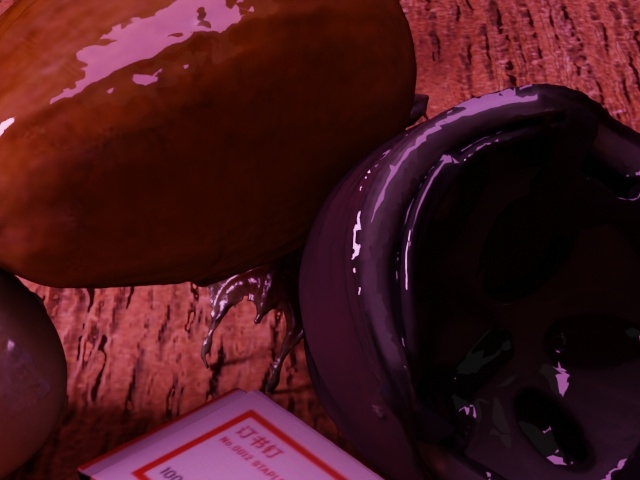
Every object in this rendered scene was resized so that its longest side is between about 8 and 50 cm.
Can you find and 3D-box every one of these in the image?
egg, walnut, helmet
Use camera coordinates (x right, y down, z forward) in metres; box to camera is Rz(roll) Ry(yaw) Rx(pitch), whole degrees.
[{"bbox_3d":[-0.241,0.074,0.915,0.201,0.164,0.164,3,31,10],"label":"egg"},{"bbox_3d":[-0.097,-0.069,0.920,0.336,0.209,0.209,-24,37,-32],"label":"walnut"},{"bbox_3d":[0.114,0.058,0.889,0.225,0.305,0.177,-57,20,-19],"label":"helmet"}]

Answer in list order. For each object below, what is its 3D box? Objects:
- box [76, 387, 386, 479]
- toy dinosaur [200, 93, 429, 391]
[{"bbox_3d":[-0.017,0.164,0.864,0.123,0.050,0.229,-23,37,-33],"label":"box"},{"bbox_3d":[-0.008,0.007,1.080,0.327,0.113,0.206,-9,64,25],"label":"toy dinosaur"}]
